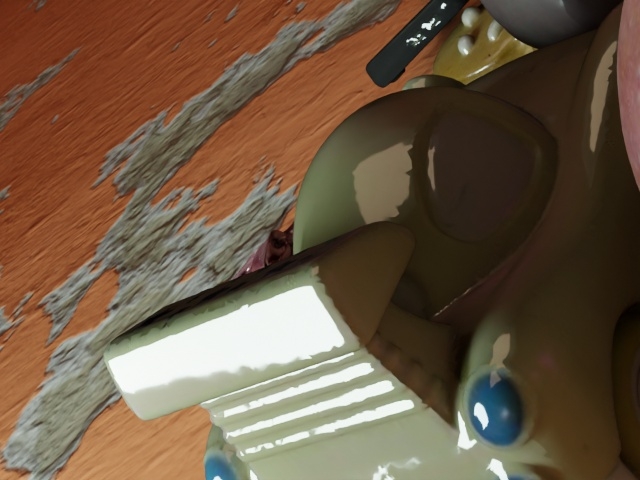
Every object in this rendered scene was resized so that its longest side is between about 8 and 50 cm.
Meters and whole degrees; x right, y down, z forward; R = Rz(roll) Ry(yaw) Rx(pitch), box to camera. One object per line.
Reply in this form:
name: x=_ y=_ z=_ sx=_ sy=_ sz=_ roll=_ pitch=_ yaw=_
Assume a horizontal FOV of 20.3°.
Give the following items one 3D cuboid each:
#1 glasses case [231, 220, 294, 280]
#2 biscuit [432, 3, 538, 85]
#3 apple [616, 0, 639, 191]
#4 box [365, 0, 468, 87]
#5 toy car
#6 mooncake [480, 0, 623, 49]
glasses case: x=0.000 y=0.000 z=1.260 sx=0.193 sy=0.070 sz=0.102 roll=-43 pitch=20 yaw=3
biscuit: x=0.199 y=-0.197 z=1.300 sx=0.301 sy=0.049 sz=0.197 roll=-32 pitch=22 yaw=32
apple: x=0.260 y=-0.079 z=0.646 sx=0.306 sy=0.305 sz=0.235 roll=-30 pitch=8 yaw=33
box: x=0.100 y=-0.186 z=1.430 sx=0.125 sy=0.027 sz=0.126 roll=-42 pitch=4 yaw=45
toy car: x=0.072 y=-0.001 z=0.912 sx=0.242 sy=0.226 sz=0.336 roll=-23 pitch=31 yaw=45
mooncake: x=0.194 y=-0.213 z=1.081 sx=0.245 sy=0.245 sz=0.133 roll=-50 pitch=19 yaw=-14
